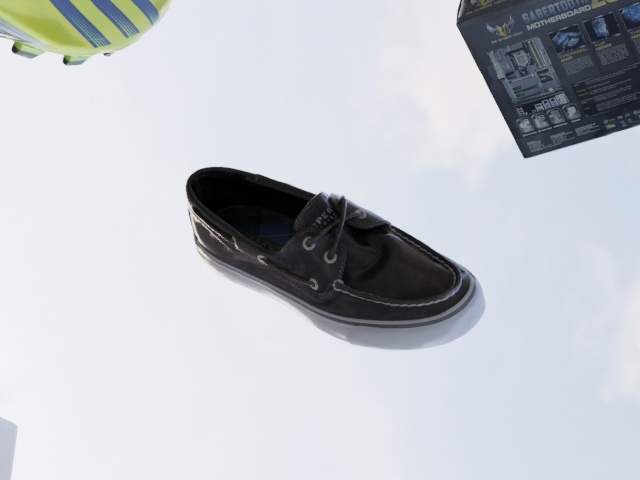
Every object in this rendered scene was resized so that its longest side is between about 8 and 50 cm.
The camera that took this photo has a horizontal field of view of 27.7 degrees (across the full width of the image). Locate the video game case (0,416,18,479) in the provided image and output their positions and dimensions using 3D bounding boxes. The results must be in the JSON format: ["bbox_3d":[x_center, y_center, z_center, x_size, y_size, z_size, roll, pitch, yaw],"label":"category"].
[{"bbox_3d":[-0.258,0.252,0.762,0.285,0.025,0.204,-61,-168,0],"label":"video game case"}]

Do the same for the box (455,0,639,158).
[{"bbox_3d":[0.277,-0.195,1.300,0.232,0.183,0.059,-17,-144,25],"label":"box"}]

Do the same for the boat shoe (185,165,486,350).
[{"bbox_3d":[0.000,0.000,0.831,0.228,0.076,0.080,23,-124,38],"label":"boat shoe"}]

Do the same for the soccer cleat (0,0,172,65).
[{"bbox_3d":[-0.181,-0.181,0.824,0.121,0.289,0.093,-47,-110,32],"label":"soccer cleat"}]
